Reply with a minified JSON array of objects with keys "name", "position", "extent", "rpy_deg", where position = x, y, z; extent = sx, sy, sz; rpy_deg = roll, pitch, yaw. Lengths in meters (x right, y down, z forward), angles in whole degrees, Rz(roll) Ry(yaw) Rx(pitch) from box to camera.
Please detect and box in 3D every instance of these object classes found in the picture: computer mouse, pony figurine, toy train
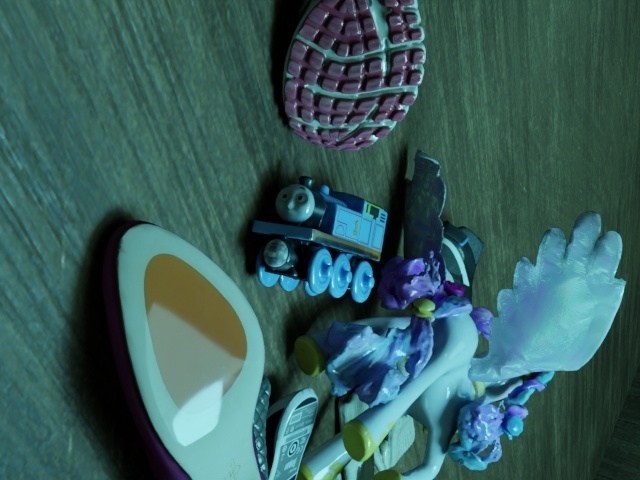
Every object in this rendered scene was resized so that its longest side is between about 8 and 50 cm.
[{"name":"computer mouse","position":[-0.051,0.232,1.131],"extent":[0.106,0.042,0.192],"rpy_deg":[-7,117,-59]},{"name":"pony figurine","position":[0.139,0.115,1.231],"extent":[0.364,0.303,0.350],"rpy_deg":[-23,130,-35]},{"name":"toy train","position":[0.000,0.000,1.054],"extent":[0.184,0.080,0.105],"rpy_deg":[18,80,-63]}]

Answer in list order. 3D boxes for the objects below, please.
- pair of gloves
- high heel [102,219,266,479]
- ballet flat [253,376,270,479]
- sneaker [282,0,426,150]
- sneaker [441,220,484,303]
[{"name":"pair of gloves","position":[0.085,0.236,1.417],"extent":[0.240,0.042,0.204],"rpy_deg":[-35,135,-55]},{"name":"high heel","position":[-0.123,0.149,0.915],"extent":[0.127,0.181,0.377],"rpy_deg":[-35,117,-36]},{"name":"ballet flat","position":[-0.060,0.212,1.050],"extent":[0.049,0.057,0.173],"rpy_deg":[-16,113,-31]},{"name":"sneaker","position":[0.042,-0.220,0.963],"extent":[0.112,0.121,0.299],"rpy_deg":[-93,-165,-64]},{"name":"sneaker","position":[0.184,0.061,1.468],"extent":[0.121,0.079,0.216],"rpy_deg":[-57,149,-29]}]
